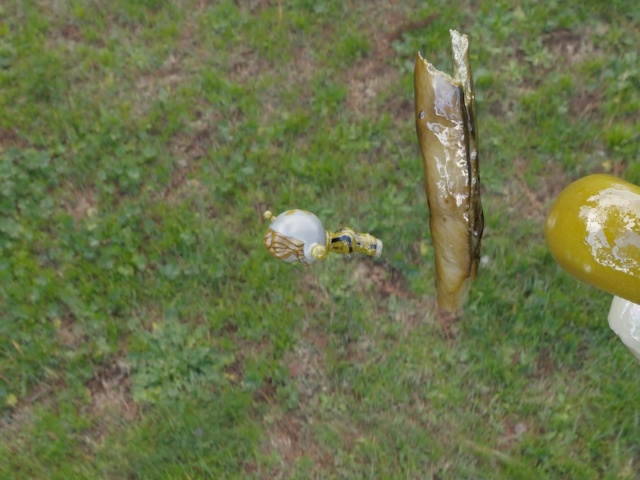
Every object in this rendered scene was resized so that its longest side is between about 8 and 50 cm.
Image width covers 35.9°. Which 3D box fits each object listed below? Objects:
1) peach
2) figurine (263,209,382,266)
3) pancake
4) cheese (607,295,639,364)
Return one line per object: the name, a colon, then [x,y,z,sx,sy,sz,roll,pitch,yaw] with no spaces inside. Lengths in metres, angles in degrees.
peach: [0.414,0.011,1.277,0.251,0.251,0.153,35,111,20]
figurine: [0.002,0.001,1.203,0.143,0.101,0.068,9,95,11]
pancake: [0.125,-0.073,0.948,0.056,0.212,0.257,-4,76,10]
cheese: [0.609,0.130,1.646,0.233,0.266,0.127,-42,29,-1]
